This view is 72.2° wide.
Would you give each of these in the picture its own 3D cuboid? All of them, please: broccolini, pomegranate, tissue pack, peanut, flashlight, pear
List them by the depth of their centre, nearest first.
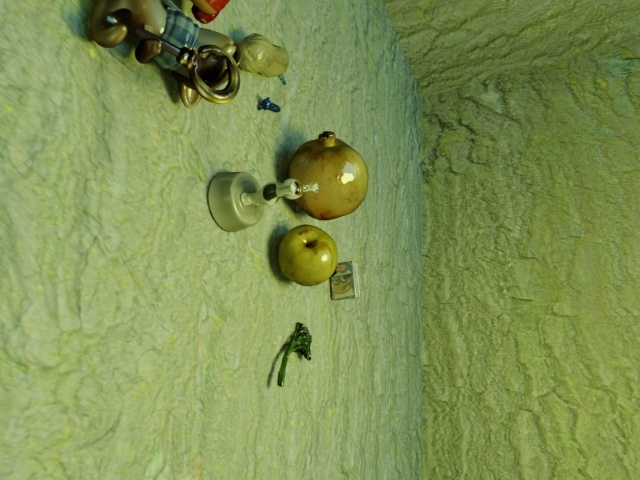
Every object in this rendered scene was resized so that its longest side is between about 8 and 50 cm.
[{"bbox_3d":[-0.184,-0.601,1.429,0.257,0.123,0.123,-33,113,-63],"label":"peanut"},{"bbox_3d":[-0.084,0.393,1.441,0.123,0.062,0.271,57,29,-16],"label":"broccolini"},{"bbox_3d":[-0.042,0.053,1.462,0.209,0.209,0.209,24,63,-59],"label":"pear"},{"bbox_3d":[-0.173,-0.462,1.502,0.035,0.057,0.121,46,19,10],"label":"flashlight"},{"bbox_3d":[0.025,-0.231,1.557,0.319,0.319,0.319,24,63,-59],"label":"pomegranate"},{"bbox_3d":[0.097,0.165,1.790,0.065,0.115,0.155,6,77,-62],"label":"tissue pack"}]

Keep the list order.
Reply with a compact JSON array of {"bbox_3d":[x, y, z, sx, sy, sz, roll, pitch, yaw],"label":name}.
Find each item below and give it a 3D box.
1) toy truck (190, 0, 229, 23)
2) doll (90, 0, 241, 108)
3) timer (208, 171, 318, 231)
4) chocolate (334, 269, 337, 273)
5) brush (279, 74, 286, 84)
[{"bbox_3d":[-0.271,-0.702,1.098,0.189,0.239,0.265,42,22,-52],"label":"toy truck"},{"bbox_3d":[-0.334,-0.478,0.997,0.340,0.209,0.318,36,45,-51],"label":"doll"},{"bbox_3d":[-0.151,-0.124,1.208,0.175,0.266,0.175,25,61,-59],"label":"timer"},{"bbox_3d":[-0.003,0.077,1.618,0.133,0.124,0.127,60,8,19],"label":"chocolate"},{"bbox_3d":[-0.163,-0.635,1.586,0.164,0.014,0.051,59,37,-41],"label":"brush"}]
